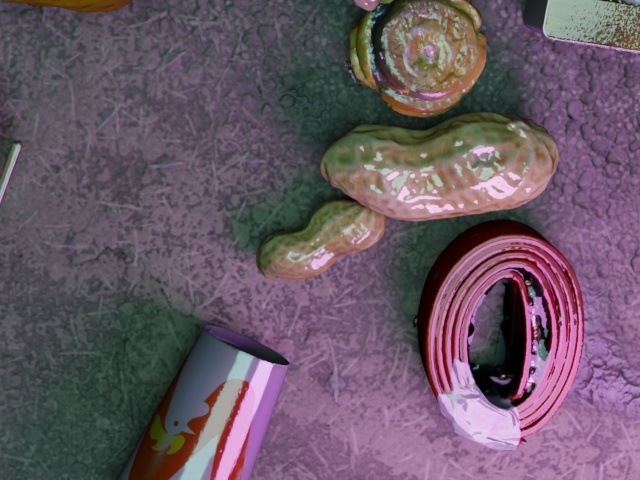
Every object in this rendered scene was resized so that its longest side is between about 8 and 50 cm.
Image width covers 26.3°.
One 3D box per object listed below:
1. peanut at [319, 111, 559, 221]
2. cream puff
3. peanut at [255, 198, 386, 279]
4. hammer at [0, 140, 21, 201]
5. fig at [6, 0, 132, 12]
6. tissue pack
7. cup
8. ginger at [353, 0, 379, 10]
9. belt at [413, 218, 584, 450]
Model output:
[{"bbox_3d":[0.162,-0.103,1.860,0.325,0.153,0.140,-1,62,-6],"label":"peanut"},{"bbox_3d":[0.125,-0.254,1.832,0.189,0.129,0.189,-1,93,-11],"label":"cream puff"},{"bbox_3d":[-0.001,-0.002,1.907,0.193,0.089,0.089,-28,103,2],"label":"peanut"},{"bbox_3d":[-0.451,-0.045,1.881,0.028,0.060,0.195,20,97,-8],"label":"hammer"},{"bbox_3d":[-0.323,-0.453,1.654,0.343,0.343,0.343,-1,103,-4],"label":"fig"},{"bbox_3d":[0.413,-0.336,1.830,0.246,0.136,0.159,7,102,-6],"label":"tissue pack"},{"bbox_3d":[-0.163,0.275,1.916,0.203,0.203,0.288,25,94,-9],"label":"cup"},{"bbox_3d":[0.170,-0.413,1.801,0.333,0.166,0.080,-28,136,-2],"label":"ginger"},{"bbox_3d":[0.249,0.136,1.942,0.227,0.115,0.323,6,101,-3],"label":"belt"}]
